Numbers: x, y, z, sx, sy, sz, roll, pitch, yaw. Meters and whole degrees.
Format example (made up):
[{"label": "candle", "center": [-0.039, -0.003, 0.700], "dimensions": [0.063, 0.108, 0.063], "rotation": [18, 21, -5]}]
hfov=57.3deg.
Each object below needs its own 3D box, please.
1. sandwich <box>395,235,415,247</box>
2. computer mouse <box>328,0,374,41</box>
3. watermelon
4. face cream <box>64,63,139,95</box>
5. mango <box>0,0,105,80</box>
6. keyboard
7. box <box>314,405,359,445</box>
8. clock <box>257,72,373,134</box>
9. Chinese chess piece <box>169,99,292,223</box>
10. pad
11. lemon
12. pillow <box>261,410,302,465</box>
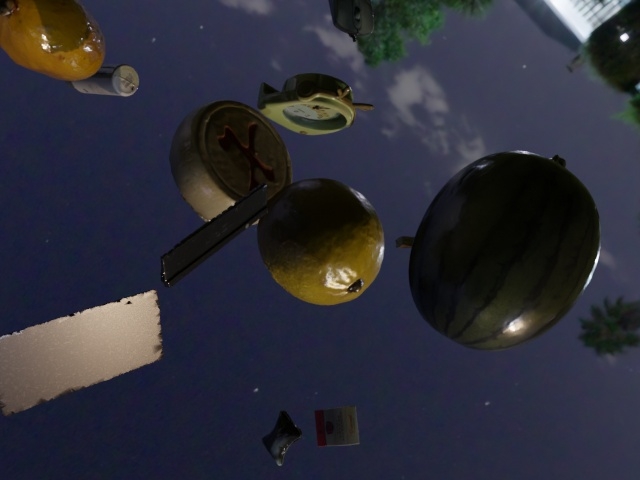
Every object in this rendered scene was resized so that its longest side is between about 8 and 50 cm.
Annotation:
[{"label": "sandwich", "center": [0.246, 0.005, 1.678], "dimensions": [0.044, 0.083, 0.030], "rotation": [28, -118, -56]}, {"label": "computer mouse", "center": [0.075, -0.600, 1.474], "dimensions": [0.113, 0.068, 0.229], "rotation": [2, -120, -25]}, {"label": "watermelon", "center": [0.302, 0.007, 0.962], "dimensions": [0.279, 0.359, 0.279], "rotation": [30, -177, -2]}, {"label": "face cream", "center": [-0.668, -0.479, 1.735], "dimensions": [0.092, 0.311, 0.092], "rotation": [-21, -62, -48]}, {"label": "mango", "center": [-0.387, -0.315, 0.845], "dimensions": [0.176, 0.119, 0.317], "rotation": [48, -172, -20]}, {"label": "keyboard", "center": [-0.138, -0.012, 0.784], "dimensions": [0.018, 0.060, 0.195], "rotation": [32, -130, 20]}, {"label": "box", "center": [0.043, 0.510, 1.607], "dimensions": [0.048, 0.152, 0.100], "rotation": [9, -112, -33]}, {"label": "clock", "center": [-0.006, -0.387, 1.650], "dimensions": [0.235, 0.308, 0.096], "rotation": [21, -106, -48]}, {"label": "Chinese chess piece", "center": [-0.231, -0.200, 1.538], "dimensions": [0.338, 0.141, 0.338], "rotation": [23, -124, -40]}, {"label": "pad", "center": [-0.478, 0.222, 1.167], "dimensions": [0.330, 0.220, 0.004], "rotation": [-17, -136, -28]}, {"label": "lemon", "center": [0.000, 0.000, 1.328], "dimensions": [0.297, 0.297, 0.297], "rotation": [25, -135, -28]}, {"label": "pillow", "center": [-0.106, 0.542, 1.611], "dimensions": [0.091, 0.135, 0.055], "rotation": [32, -158, 8]}]
